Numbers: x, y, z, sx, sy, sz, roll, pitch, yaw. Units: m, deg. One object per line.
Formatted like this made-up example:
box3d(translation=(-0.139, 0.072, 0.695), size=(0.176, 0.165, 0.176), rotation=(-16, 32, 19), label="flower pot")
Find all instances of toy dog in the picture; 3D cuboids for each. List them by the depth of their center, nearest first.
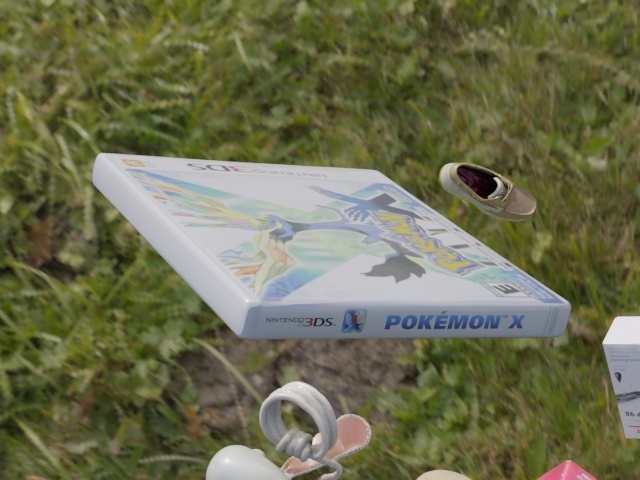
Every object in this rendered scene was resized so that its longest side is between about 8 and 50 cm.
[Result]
box3d(translation=(0.052, 0.295, 1.678), size=(0.333, 0.161, 0.220), rotation=(37, 116, 6), label="toy dog")

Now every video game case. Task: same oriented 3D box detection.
box3d(translation=(0.000, 0.000, 1.228), size=(0.329, 0.300, 0.036), rotation=(40, 122, 54), label="video game case")

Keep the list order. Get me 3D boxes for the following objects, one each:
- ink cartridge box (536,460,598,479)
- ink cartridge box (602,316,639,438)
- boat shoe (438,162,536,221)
box3d(translation=(0.292, 0.402, 1.648), size=(0.172, 0.100, 0.237), rotation=(36, 48, -7), label="ink cartridge box")
box3d(translation=(0.415, 0.182, 1.746), size=(0.104, 0.180, 0.060), rotation=(-3, 29, 30), label="ink cartridge box")
box3d(translation=(0.215, -0.061, 1.812), size=(0.135, 0.045, 0.050), rotation=(19, 77, -15), label="boat shoe")
